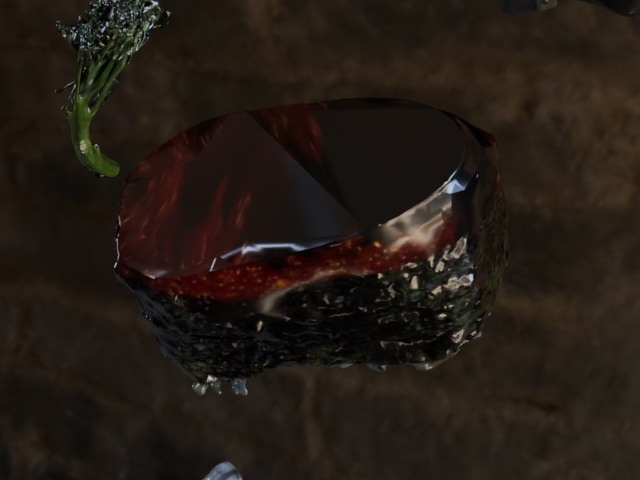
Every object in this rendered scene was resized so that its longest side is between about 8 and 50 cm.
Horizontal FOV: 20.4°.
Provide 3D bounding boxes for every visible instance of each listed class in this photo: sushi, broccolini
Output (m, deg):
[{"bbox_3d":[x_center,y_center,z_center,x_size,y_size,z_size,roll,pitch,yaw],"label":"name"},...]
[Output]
[{"bbox_3d":[0.000,0.000,1.027,0.225,0.136,0.126,-11,-37,12],"label":"sushi"},{"bbox_3d":[-0.197,-0.152,1.718,0.062,0.123,0.271,53,-22,24],"label":"broccolini"}]

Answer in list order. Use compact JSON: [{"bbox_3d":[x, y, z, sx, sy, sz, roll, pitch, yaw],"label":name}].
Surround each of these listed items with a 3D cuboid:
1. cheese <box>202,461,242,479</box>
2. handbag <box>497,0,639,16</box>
[{"bbox_3d":[-0.133,0.224,1.080,0.050,0.235,0.127,42,3,10],"label":"cheese"},{"bbox_3d":[0.281,-0.295,1.552,0.342,0.152,0.288,10,-38,12],"label":"handbag"}]
